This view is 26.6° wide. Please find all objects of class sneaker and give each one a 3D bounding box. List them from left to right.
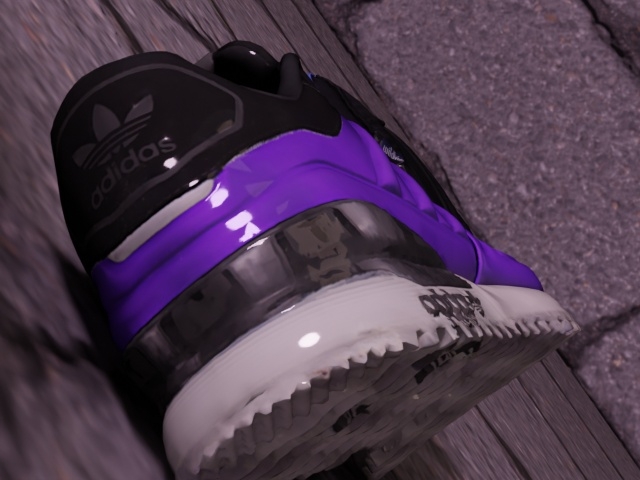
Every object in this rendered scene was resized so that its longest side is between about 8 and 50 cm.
[{"bbox_3d":[0.001,-0.001,0.471,0.146,0.102,0.293,55,9,15],"label":"sneaker"}]

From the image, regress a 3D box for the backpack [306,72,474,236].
[{"bbox_3d":[0.008,-0.015,0.621,0.105,0.084,0.114,42,13,-44],"label":"backpack"}]
